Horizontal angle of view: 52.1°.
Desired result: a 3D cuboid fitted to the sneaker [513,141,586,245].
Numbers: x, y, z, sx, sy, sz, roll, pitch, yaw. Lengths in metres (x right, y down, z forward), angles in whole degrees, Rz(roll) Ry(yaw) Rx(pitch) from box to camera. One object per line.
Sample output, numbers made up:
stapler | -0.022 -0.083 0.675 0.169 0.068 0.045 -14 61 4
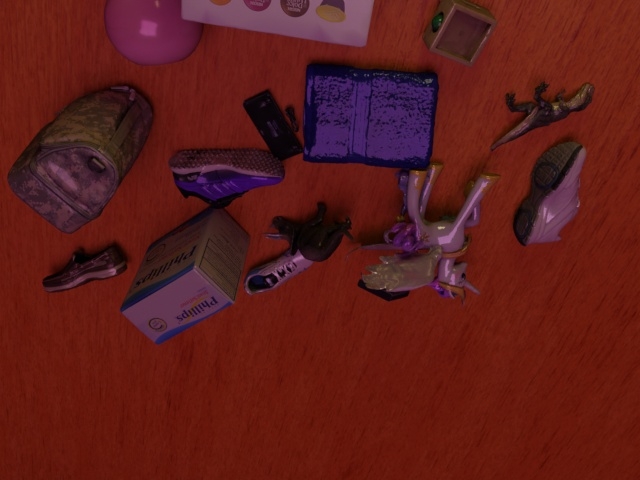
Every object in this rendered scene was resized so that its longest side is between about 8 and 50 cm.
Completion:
sneaker | 0.588 -0.115 1.631 0.129 0.111 0.297 2 130 -16

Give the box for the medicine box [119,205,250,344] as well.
medicine box | -0.345 0.084 1.710 0.263 0.289 0.149 -30 118 22

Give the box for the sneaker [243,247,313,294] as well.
sneaker | -0.111 0.087 1.821 0.237 0.086 0.085 -28 117 20

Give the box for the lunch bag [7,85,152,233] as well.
lunch bag | -0.532 -0.207 1.522 0.256 0.305 0.212 -26 122 25

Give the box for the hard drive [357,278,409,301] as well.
hard drive | 0.160 0.120 1.641 0.094 0.135 0.022 25 101 23

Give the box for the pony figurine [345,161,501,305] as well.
pony figurine | 0.259 -0.006 1.643 0.350 0.303 0.364 3 110 -8

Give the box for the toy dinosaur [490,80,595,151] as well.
toy dinosaur | 0.498 -0.302 1.520 0.268 0.064 0.118 -26 126 24

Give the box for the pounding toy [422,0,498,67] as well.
pounding toy | 0.286 -0.472 1.407 0.141 0.100 0.130 15 126 -19

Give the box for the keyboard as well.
keyboard | -0.101 -0.283 1.601 0.108 0.023 0.180 -18 123 23

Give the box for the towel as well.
towel | 0.113 -0.288 1.526 0.308 0.076 0.228 5 108 4

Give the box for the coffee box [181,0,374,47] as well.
coffee box | -0.049 -0.586 1.193 0.337 0.338 0.335 9 126 -1

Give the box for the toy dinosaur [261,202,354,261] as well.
toy dinosaur | 0.000 0.000 1.678 0.160 0.313 0.121 -49 127 -10

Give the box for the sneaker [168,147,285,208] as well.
sneaker | -0.230 -0.149 1.664 0.293 0.102 0.146 4 129 8

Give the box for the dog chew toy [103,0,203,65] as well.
dog chew toy | -0.356 -0.537 1.343 0.206 0.207 0.332 -2 117 6

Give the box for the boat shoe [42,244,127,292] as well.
boat shoe | -0.679 0.072 1.860 0.257 0.095 0.095 -16 108 8
